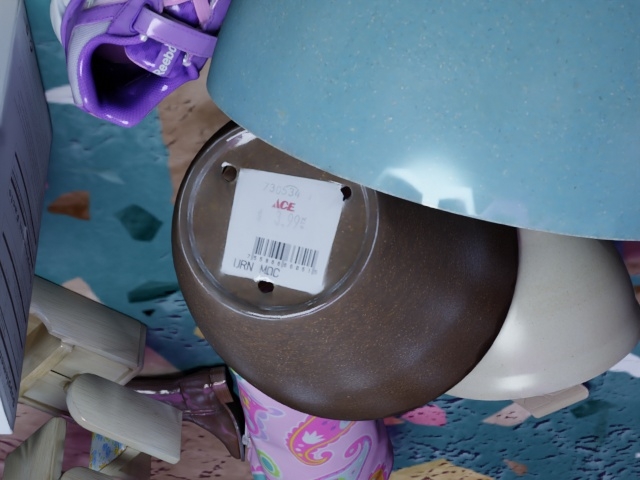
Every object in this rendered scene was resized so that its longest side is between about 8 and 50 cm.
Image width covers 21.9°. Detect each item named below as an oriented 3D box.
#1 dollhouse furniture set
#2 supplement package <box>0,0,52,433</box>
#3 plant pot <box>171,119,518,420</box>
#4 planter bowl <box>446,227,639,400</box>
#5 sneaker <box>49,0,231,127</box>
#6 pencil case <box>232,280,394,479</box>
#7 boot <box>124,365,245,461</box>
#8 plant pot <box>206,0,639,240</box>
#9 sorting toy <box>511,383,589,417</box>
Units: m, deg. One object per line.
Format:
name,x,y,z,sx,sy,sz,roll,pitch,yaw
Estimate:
dollhouse furniture set,-0.225,0.150,1.188,0.161,0.242,0.212,27,132,-28
supplement package,-0.247,-0.018,0.988,0.139,0.244,0.134,-1,140,1
plant pot,0.000,0.000,0.963,0.215,0.215,0.230,-9,174,10
planter bowl,0.132,0.022,1.128,0.162,0.162,0.109,-10,112,10
sneaker,-0.076,-0.148,0.945,0.095,0.104,0.236,25,132,-26
pencil case,-0.017,0.104,1.234,0.124,0.124,0.284,-5,141,5
boot,-0.122,0.146,1.343,0.114,0.037,0.106,-10,126,5
plant pot,0.102,-0.144,0.855,0.290,0.290,0.195,9,110,-11
sorting toy,0.186,0.111,1.326,0.083,0.012,0.062,-29,128,34
